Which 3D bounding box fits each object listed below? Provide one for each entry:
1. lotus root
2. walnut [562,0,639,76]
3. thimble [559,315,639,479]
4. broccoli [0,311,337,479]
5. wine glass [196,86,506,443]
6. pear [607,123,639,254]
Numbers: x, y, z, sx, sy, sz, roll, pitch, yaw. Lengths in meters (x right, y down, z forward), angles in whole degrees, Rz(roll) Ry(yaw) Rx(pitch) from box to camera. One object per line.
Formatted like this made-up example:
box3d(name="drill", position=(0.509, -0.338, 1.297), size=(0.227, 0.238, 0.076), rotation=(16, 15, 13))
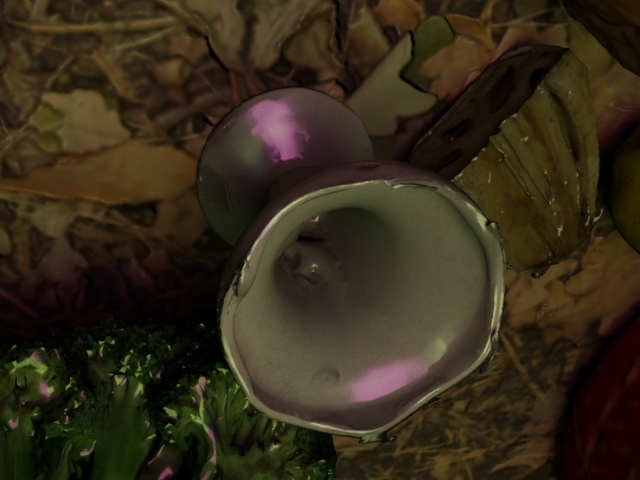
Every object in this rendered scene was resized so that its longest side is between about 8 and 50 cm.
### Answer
box3d(name="lotus root", position=(0.133, -0.045, 0.649), size=(0.143, 0.070, 0.144), rotation=(-42, 124, -10))
box3d(name="walnut", position=(0.226, -0.184, 0.516), size=(0.213, 0.213, 0.213), rotation=(-8, 120, -14))
box3d(name="thimble", position=(0.391, 0.195, 0.776), size=(0.350, 0.230, 0.350), rotation=(-7, 119, -12))
box3d(name="broccoli", position=(-0.118, 0.169, 0.591), size=(0.294, 0.245, 0.265), rotation=(39, 126, -5))
box3d(name="wine glass", position=(0.000, 0.000, 0.555), size=(0.164, 0.196, 0.165), rotation=(-9, 120, -16))
box3d(name="pear", position=(0.267, -0.031, 0.680), size=(0.107, 0.107, 0.131), rotation=(-34, 115, 3))
